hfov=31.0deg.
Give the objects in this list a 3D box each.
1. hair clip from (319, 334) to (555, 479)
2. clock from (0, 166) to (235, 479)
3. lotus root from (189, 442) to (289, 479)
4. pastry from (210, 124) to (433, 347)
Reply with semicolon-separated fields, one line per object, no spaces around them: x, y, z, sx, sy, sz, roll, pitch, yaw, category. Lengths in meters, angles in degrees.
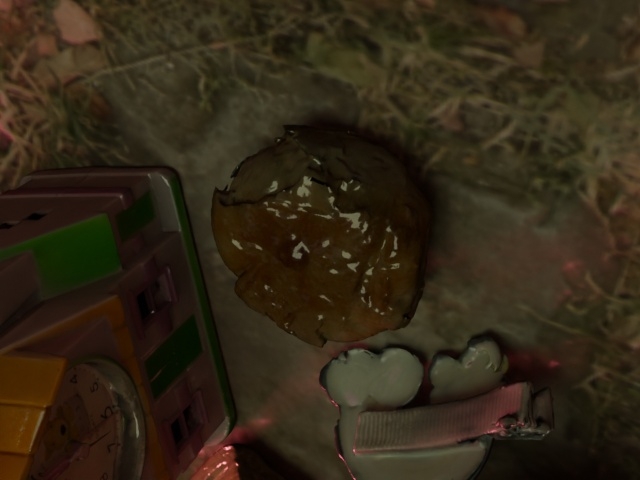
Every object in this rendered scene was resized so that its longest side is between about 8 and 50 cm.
0.070;0.120;0.767;0.172;0.116;0.049;-14;143;34;hair clip
-0.196;0.116;0.765;0.166;0.309;0.235;0;115;27;clock
-0.049;0.241;0.900;0.135;0.095;0.159;-61;42;29;lotus root
0.003;-0.001;0.751;0.153;0.081;0.153;10;126;13;pastry
